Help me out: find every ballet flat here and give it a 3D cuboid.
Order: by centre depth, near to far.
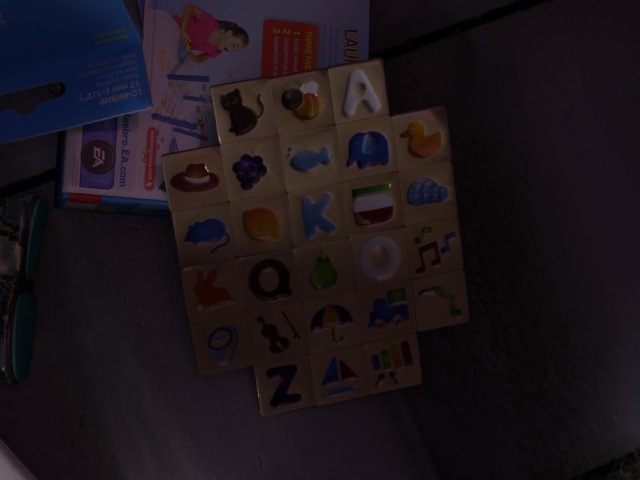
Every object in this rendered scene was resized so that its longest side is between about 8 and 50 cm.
[{"bbox_3d":[-0.305,0.045,1.546,0.070,0.070,0.188,9,76,-14],"label":"ballet flat"}]

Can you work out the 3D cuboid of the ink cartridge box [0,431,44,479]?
[{"bbox_3d":[-0.300,0.310,1.423,0.207,0.117,0.283,-42,79,-11],"label":"ink cartridge box"}]

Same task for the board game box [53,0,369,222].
[{"bbox_3d":[-0.107,-0.173,1.619,0.301,0.086,0.308,5,79,-15],"label":"board game box"}]

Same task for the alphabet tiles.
[{"bbox_3d":[0.000,0.000,1.579,0.285,0.011,0.343,-11,107,-10],"label":"alphabet tiles"}]

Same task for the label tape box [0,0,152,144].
[{"bbox_3d":[-0.315,-0.272,1.510,0.249,0.115,0.348,-13,76,5],"label":"label tape box"}]
